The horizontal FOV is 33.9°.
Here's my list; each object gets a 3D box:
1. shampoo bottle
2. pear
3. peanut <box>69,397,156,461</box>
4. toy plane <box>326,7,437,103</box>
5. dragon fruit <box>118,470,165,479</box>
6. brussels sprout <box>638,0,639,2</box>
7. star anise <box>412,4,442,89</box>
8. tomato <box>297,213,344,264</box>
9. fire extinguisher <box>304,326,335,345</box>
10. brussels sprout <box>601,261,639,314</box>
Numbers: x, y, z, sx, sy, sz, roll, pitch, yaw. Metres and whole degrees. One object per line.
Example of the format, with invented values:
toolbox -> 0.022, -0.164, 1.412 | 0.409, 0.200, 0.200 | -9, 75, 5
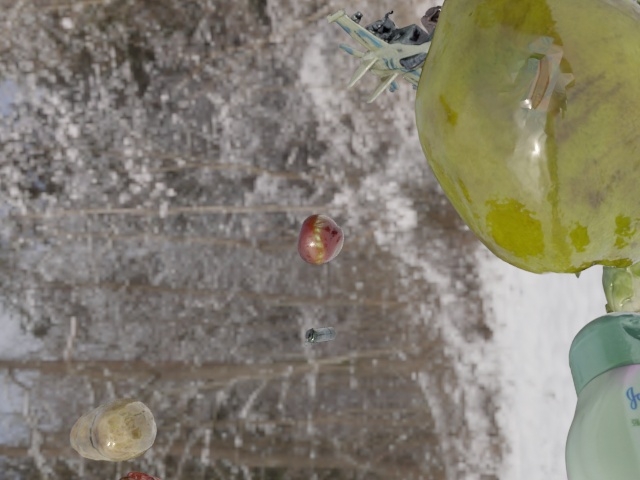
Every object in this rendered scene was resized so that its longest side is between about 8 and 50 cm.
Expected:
shampoo bottle -> 0.414, 0.244, 1.350 | 0.350, 0.221, 0.151 | -91, 8, -45
pear -> 0.230, -0.121, 1.031 | 0.269, 0.269, 0.321 | -41, -63, -77
peanut -> -0.299, 0.273, 1.499 | 0.228, 0.104, 0.086 | 151, 109, -66
toy plane -> 0.112, -0.237, 1.297 | 0.088, 0.192, 0.262 | -61, 19, -19
dragon fruit -> -0.324, 0.454, 1.704 | 0.122, 0.092, 0.192 | -51, -2, 32
brussels sprout -> 0.521, -0.477, 1.747 | 0.268, 0.344, 0.344 | 53, -162, -9
star anise -> 0.261, -0.318, 1.664 | 0.099, 0.214, 0.220 | 42, -111, -89
tomato -> 0.000, 0.000, 1.802 | 0.087, 0.075, 0.087 | 14, -90, -77
fire extinguisher -> -0.006, 0.165, 1.797 | 0.083, 0.025, 0.038 | 3, -61, -61
brussels sprout -> 0.644, 0.087, 2.030 | 0.244, 0.244, 0.244 | -1, -90, -80
